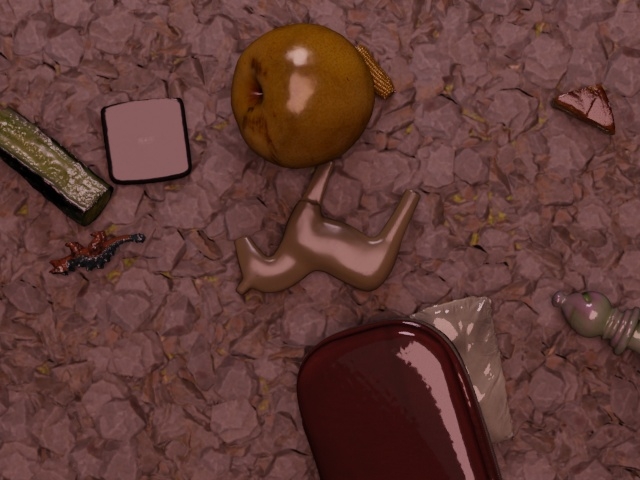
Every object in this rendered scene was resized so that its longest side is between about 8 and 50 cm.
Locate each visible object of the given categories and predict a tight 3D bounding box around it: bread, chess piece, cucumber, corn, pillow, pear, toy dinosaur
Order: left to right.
[{"bbox_3d":[-0.412,-0.108,1.843,0.211,0.062,0.078,37,54,5],"label":"cucumber"},{"bbox_3d":[-0.333,0.016,1.843,0.154,0.049,0.055,-18,87,3],"label":"toy dinosaur"},{"bbox_3d":[-0.019,-0.208,1.787,0.209,0.209,0.208,0,89,-2],"label":"pear"},{"bbox_3d":[0.077,-0.252,1.868,0.037,0.037,0.092,-41,90,-2],"label":"corn"},{"bbox_3d":[0.210,0.202,1.858,0.128,0.051,0.229,-9,91,2],"label":"pillow"},{"bbox_3d":[0.407,-0.207,1.874,0.109,0.043,0.062,30,90,0],"label":"bread"},{"bbox_3d":[0.470,0.140,1.841,0.272,0.139,0.139,26,88,9],"label":"chess piece"}]

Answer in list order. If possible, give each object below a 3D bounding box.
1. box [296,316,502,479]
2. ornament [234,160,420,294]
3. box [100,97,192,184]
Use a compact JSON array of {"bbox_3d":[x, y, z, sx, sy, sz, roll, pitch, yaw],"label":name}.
[{"bbox_3d":[0.119,0.315,1.804,0.263,0.108,0.403,-17,89,14],"label":"box"},{"bbox_3d":[0.000,0.000,1.849,0.230,0.061,0.245,24,85,0],"label":"ornament"},{"bbox_3d":[-0.260,-0.148,1.863,0.126,0.027,0.125,-7,92,-3],"label":"box"}]
